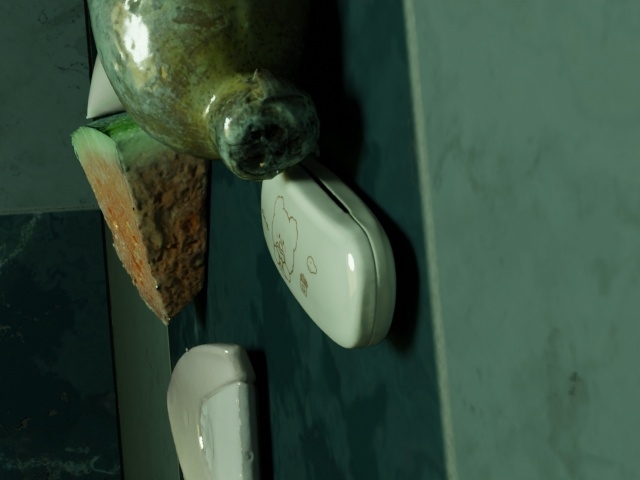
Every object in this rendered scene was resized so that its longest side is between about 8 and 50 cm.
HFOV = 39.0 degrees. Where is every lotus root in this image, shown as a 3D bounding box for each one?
[{"bbox_3d":[-0.092,-0.180,0.642,0.175,0.175,0.350,112,149,-54],"label":"lotus root"}]

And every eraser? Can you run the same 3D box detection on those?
[{"bbox_3d":[-0.109,0.191,0.935,0.243,0.059,0.204,-172,78,-68],"label":"eraser"}]

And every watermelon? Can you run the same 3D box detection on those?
[{"bbox_3d":[-0.197,-0.032,1.085,0.193,0.139,0.257,-149,47,-63],"label":"watermelon"}]

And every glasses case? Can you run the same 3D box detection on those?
[{"bbox_3d":[0.000,0.000,0.575,0.193,0.049,0.074,-130,40,-59],"label":"glasses case"}]

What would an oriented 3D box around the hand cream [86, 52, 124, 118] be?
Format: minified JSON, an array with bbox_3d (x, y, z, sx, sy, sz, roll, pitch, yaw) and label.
[{"bbox_3d":[-0.184,-0.206,0.980,0.185,0.118,0.358,-57,18,-4],"label":"hand cream"}]
